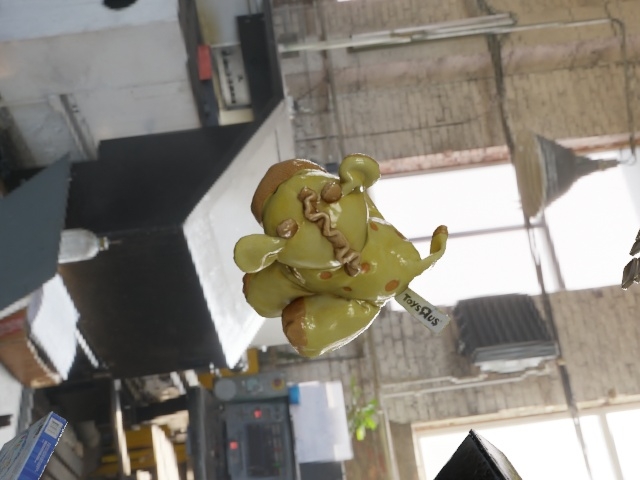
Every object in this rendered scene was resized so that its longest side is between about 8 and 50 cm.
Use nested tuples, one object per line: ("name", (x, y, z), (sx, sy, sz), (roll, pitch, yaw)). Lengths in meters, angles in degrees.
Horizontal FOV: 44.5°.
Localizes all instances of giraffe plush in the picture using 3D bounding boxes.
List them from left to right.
("giraffe plush", (0.000, 0.000, 0.689), (0.181, 0.210, 0.170), (-62, 142, -15))

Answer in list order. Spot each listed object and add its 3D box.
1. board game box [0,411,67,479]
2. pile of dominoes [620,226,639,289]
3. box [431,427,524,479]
("board game box", (-0.261, 0.200, 0.661), (0.020, 0.090, 0.090), (41, 38, -22))
("pile of dominoes", (0.523, -0.026, 1.103), (0.196, 0.040, 0.251), (-57, 178, -24))
("box", (0.095, 0.258, 0.608), (0.190, 0.045, 0.184), (-53, -174, 4))
